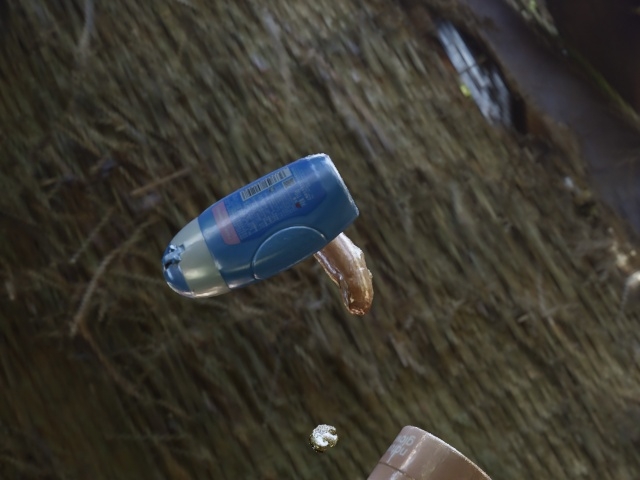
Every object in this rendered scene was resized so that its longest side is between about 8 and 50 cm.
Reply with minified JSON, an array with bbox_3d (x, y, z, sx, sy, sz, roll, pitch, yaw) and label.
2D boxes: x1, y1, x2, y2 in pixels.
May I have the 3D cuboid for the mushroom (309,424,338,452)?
[{"bbox_3d":[0.006,0.348,1.919,0.101,0.049,0.019,-48,-19,-74],"label":"mushroom"}]

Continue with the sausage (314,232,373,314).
[{"bbox_3d":[0.001,0.000,1.762,0.078,0.304,0.078,-26,-35,-20],"label":"sausage"}]

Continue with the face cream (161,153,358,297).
[{"bbox_3d":[-0.085,-0.011,1.406,0.264,0.149,0.083,-28,-44,2],"label":"face cream"}]

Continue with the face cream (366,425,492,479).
[{"bbox_3d":[0.139,0.321,1.381,0.104,0.149,0.149,-53,-16,-16],"label":"face cream"}]
